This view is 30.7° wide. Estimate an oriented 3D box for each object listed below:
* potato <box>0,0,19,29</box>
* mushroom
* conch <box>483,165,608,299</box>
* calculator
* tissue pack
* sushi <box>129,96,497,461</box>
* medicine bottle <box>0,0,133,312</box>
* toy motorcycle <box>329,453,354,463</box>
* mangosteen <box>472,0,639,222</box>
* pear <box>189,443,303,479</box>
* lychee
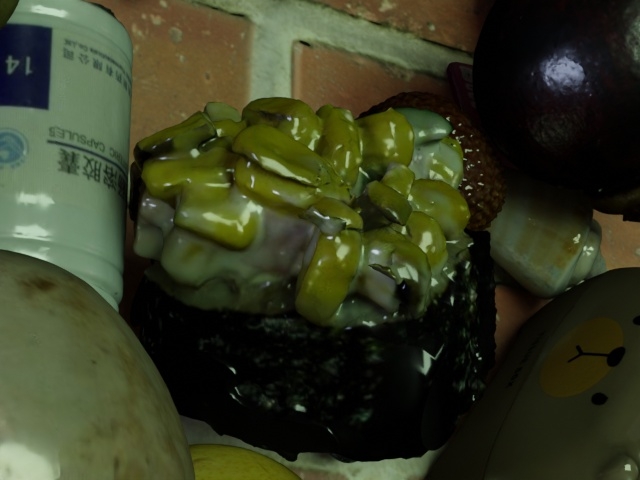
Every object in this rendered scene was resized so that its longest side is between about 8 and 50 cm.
[{"bbox_3d":[-0.401,-0.224,0.885,0.270,0.359,0.219,-16,107,-56],"label":"potato"},{"bbox_3d":[-0.234,0.159,0.751,0.290,0.297,0.297,-29,90,-2],"label":"mushroom"},{"bbox_3d":[0.245,-0.034,1.380,0.255,0.127,0.158,34,59,-18],"label":"conch"},{"bbox_3d":[0.222,-0.145,1.417,0.127,0.034,0.190,12,39,-18],"label":"calculator"},{"bbox_3d":[0.316,0.218,1.249,0.267,0.277,0.387,49,55,-12],"label":"tissue pack"},{"bbox_3d":[0.000,0.000,1.036,0.329,0.328,0.285,-33,126,-48],"label":"sushi"},{"bbox_3d":[-0.262,-0.030,1.010,0.190,0.190,0.332,11,68,-30],"label":"medicine bottle"},{"bbox_3d":[0.069,0.135,1.241,0.151,0.074,0.228,24,60,-27],"label":"toy motorcycle"},{"bbox_3d":[0.328,-0.164,1.267,0.307,0.307,0.346,-41,106,-36],"label":"mangosteen"},{"bbox_3d":[-0.101,0.300,0.956,0.281,0.281,0.280,11,68,-30],"label":"pear"},{"bbox_3d":[0.105,-0.070,1.266,0.195,0.194,0.194,11,68,-30],"label":"lychee"}]
